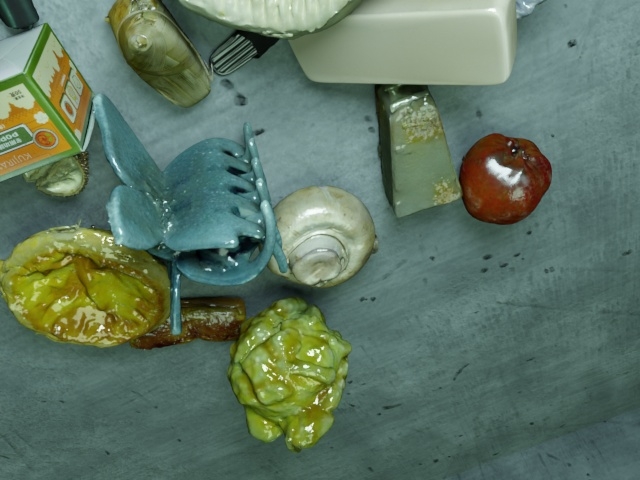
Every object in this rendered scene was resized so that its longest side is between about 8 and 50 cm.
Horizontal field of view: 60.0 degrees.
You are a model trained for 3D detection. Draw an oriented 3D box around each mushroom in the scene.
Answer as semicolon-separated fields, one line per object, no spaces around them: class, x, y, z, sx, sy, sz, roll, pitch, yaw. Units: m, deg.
mushroom;0.000;0.000;1.147;0.254;0.184;0.255;-2;121;-3

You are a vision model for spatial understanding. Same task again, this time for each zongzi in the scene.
zongzi;-0.229;-0.263;0.829;0.099;0.197;0.194;-36;134;5

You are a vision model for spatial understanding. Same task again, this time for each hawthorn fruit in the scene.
hawthorn fruit;0.369;-0.117;1.149;0.185;0.185;0.202;-4;147;-12

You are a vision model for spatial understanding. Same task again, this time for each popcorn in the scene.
popcorn;-0.075;0.291;1.292;0.274;0.335;0.279;-26;105;28

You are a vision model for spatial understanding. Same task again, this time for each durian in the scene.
durian;-0.451;-0.141;0.967;0.110;0.071;0.140;31;131;-29

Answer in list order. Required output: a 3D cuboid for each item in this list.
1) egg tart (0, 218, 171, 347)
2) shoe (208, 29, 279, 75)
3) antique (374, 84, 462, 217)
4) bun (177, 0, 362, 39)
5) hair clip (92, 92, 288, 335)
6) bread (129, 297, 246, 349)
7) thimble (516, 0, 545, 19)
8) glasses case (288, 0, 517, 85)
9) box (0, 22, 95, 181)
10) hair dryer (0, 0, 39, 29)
egg tart;-0.459;0.083;1.129;0.341;0.132;0.341;-8;132;-8
shoe;-0.117;-0.320;0.907;0.159;0.053;0.062;-32;128;19
antique;0.176;-0.191;1.051;0.150;0.125;0.284;-19;134;2
bun;-0.049;-0.443;0.703;0.359;0.211;0.360;1;126;1
hair clip;-0.202;-0.051;0.957;0.238;0.318;0.392;-16;132;-4
bread;-0.315;0.202;1.317;0.270;0.077;0.139;0;135;-18
thimble;0.250;-0.452;0.805;0.205;0.172;0.236;-31;130;18
glasses case;0.114;-0.308;0.828;0.336;0.076;0.144;10;155;26
box;-0.470;-0.198;0.836;0.194;0.178;0.148;-19;135;3
hair dryer;-0.397;-0.421;0.720;0.244;0.116;0.302;-9;145;-7
